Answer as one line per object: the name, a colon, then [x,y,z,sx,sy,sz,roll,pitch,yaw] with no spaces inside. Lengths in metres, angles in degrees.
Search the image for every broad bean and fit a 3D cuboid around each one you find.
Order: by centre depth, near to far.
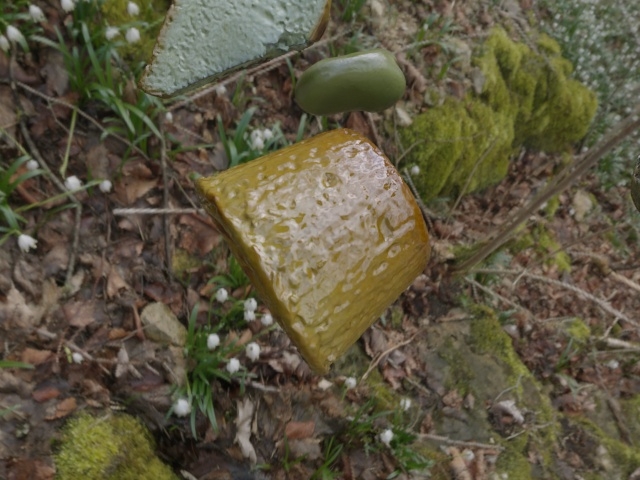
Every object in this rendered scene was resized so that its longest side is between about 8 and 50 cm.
broad bean: [0.071,-0.333,1.301,0.263,0.189,0.121,-21,78,-30]

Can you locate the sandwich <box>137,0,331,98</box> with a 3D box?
sandwich: [-0.135,-0.334,0.989,0.254,0.099,0.288,22,102,-15]

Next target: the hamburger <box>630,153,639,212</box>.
hamburger: [0.509,-0.064,0.670,0.318,0.277,0.195,-46,109,-22]

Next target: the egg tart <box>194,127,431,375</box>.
egg tart: [0.000,0.000,0.542,0.147,0.202,0.202,-32,69,-11]
